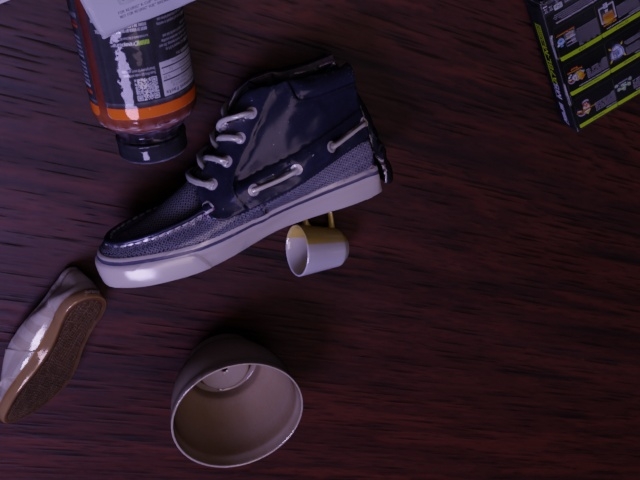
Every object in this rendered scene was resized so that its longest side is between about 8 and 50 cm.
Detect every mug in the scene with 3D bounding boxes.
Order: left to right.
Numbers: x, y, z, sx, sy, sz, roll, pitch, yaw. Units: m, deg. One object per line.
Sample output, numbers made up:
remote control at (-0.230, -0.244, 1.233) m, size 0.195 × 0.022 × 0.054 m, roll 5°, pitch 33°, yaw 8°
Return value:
mug at (0.001, 0.004, 0.970) m, size 0.064 × 0.062 × 0.078 m, roll -4°, pitch 128°, yaw -26°

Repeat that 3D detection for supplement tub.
supplement tub at (-0.177, -0.176, 0.770) m, size 0.106 × 0.106 × 0.198 m, roll -12°, pitch 123°, yaw -13°

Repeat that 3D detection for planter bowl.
planter bowl at (-0.113, 0.186, 1.007) m, size 0.162 × 0.109 × 0.162 m, roll -8°, pitch 121°, yaw -14°

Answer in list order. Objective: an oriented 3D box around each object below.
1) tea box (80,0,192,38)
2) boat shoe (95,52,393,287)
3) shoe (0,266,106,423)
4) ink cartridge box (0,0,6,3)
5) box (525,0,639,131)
tea box at (-0.082, -0.374, 0.553) m, size 0.328 × 0.220 × 0.324 m, roll -24°, pitch 149°, yaw -5°
boat shoe at (-0.096, -0.082, 0.858) m, size 0.340 × 0.127 × 0.158 m, roll -24°, pitch 119°, yaw -14°
shoe at (-0.319, 0.124, 0.936) m, size 0.219 × 0.058 × 0.076 m, roll -53°, pitch 153°, yaw 20°
ink cartridge box at (-0.334, -0.289, 0.657) m, size 0.148 × 0.086 × 0.203 m, roll -23°, pitch 125°, yaw -6°
box at (0.351, -0.253, 0.949) m, size 0.190 × 0.045 × 0.184 m, roll -32°, pitch 127°, yaw 0°
